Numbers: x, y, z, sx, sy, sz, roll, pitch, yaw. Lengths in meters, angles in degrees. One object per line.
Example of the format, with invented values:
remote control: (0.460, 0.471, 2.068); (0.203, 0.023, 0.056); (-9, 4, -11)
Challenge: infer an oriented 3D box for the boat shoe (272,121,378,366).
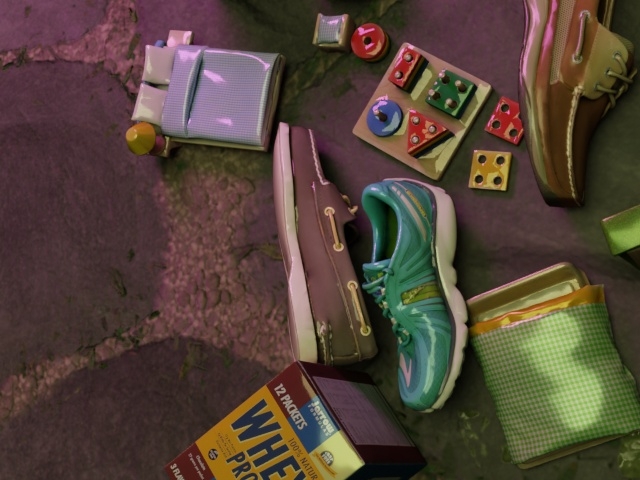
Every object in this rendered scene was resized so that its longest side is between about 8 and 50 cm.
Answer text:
boat shoe: (0.000, 0.000, 1.381); (0.096, 0.117, 0.324); (-5, 61, -6)

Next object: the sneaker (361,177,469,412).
sneaker: (0.094, 0.061, 1.313); (0.107, 0.110, 0.275); (-29, 60, 51)

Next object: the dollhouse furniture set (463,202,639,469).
dollhouse furniture set: (0.290, 0.102, 1.204); (0.301, 0.151, 0.198); (-24, 71, 19)

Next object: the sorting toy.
sorting toy: (0.124, -0.157, 1.389); (0.274, 0.046, 0.132); (32, 94, 26)

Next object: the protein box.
protein box: (-0.023, 0.253, 1.289); (0.200, 0.201, 0.136); (-40, 66, 13)

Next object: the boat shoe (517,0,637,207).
boat shoe: (0.289, -0.201, 1.283); (0.119, 0.122, 0.324); (-3, 80, 21)

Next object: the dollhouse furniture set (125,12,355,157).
dollhouse furniture set: (-0.118, -0.245, 1.432); (0.286, 0.198, 0.304); (10, 85, 26)
